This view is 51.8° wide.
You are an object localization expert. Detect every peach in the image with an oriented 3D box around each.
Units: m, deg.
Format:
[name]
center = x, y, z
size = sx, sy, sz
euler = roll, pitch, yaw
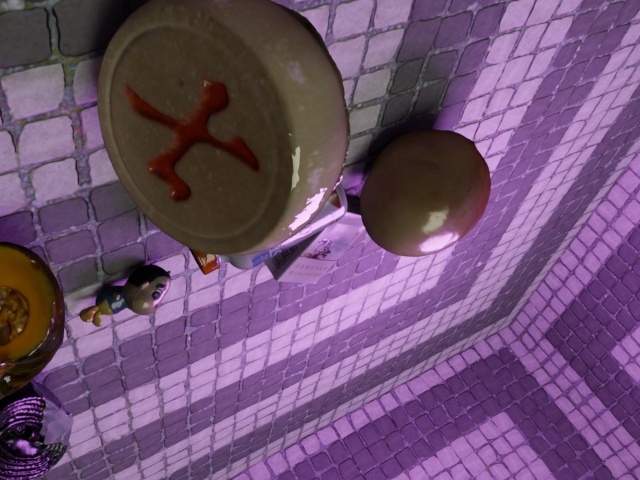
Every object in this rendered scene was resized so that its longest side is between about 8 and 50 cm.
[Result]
[peach]
center = 0.229, -0.097, 1.406
size = 0.292, 0.247, 0.292
euler = -20, 155, -10

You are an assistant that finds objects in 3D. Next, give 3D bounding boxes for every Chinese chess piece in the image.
[Chinese chess piece]
center = -0.126, -0.146, 0.838
size = 0.140, 0.338, 0.338
euler = -36, 162, -51

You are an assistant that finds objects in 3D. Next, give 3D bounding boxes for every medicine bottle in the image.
[medicine bottle]
center = -0.107, -0.047, 1.202
size = 0.289, 0.157, 0.157
euler = -29, 152, -13

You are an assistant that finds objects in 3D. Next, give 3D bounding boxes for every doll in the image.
[doll]
center = -0.356, 0.109, 1.239
size = 0.179, 0.089, 0.102
euler = -35, 162, -4

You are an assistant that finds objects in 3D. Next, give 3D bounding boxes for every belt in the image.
[belt]
center = -0.607, 0.350, 1.270
size = 0.184, 0.164, 0.289
euler = -55, 157, -21

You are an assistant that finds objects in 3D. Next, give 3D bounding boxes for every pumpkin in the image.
[pumpkin]
center = -0.537, 0.134, 0.990
size = 0.325, 0.242, 0.232
euler = -35, -178, -10

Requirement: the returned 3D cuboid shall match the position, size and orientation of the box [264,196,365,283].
[box]
center = 0.000, -0.001, 1.499
size = 0.233, 0.067, 0.149
euler = -47, 152, 22
